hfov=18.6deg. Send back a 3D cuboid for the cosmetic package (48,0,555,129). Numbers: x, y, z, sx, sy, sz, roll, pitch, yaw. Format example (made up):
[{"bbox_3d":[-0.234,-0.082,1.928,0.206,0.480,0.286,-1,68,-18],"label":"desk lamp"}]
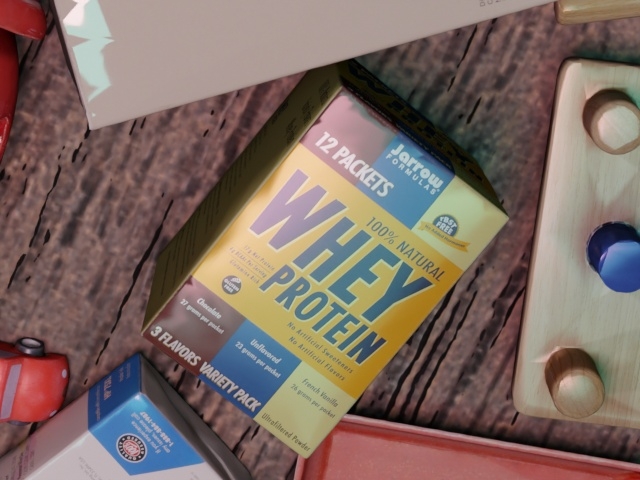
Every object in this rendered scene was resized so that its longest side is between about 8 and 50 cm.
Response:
[{"bbox_3d":[-0.019,-0.179,1.241,0.309,0.160,0.113,-16,111,-8],"label":"cosmetic package"}]

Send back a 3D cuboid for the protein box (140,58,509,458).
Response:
[{"bbox_3d":[0.000,0.000,1.291,0.136,0.200,0.201,38,100,-10],"label":"protein box"}]

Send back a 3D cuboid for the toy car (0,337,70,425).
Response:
[{"bbox_3d":[-0.329,0.100,1.384,0.225,0.053,0.239,-44,100,9],"label":"toy car"}]

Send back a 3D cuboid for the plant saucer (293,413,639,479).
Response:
[{"bbox_3d":[0.093,0.258,1.434,0.259,0.048,0.258,10,103,-4],"label":"plant saucer"}]

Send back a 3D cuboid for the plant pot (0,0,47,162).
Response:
[{"bbox_3d":[-0.285,-0.114,1.269,0.191,0.191,0.174,23,94,-6],"label":"plant pot"}]

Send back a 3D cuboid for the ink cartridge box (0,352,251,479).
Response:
[{"bbox_3d":[-0.176,0.206,1.393,0.231,0.078,0.134,-37,110,7],"label":"ink cartridge box"}]

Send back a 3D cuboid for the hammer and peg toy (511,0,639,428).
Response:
[{"bbox_3d":[0.271,-0.041,1.324,0.266,0.127,0.361,6,104,0],"label":"hammer and peg toy"}]
